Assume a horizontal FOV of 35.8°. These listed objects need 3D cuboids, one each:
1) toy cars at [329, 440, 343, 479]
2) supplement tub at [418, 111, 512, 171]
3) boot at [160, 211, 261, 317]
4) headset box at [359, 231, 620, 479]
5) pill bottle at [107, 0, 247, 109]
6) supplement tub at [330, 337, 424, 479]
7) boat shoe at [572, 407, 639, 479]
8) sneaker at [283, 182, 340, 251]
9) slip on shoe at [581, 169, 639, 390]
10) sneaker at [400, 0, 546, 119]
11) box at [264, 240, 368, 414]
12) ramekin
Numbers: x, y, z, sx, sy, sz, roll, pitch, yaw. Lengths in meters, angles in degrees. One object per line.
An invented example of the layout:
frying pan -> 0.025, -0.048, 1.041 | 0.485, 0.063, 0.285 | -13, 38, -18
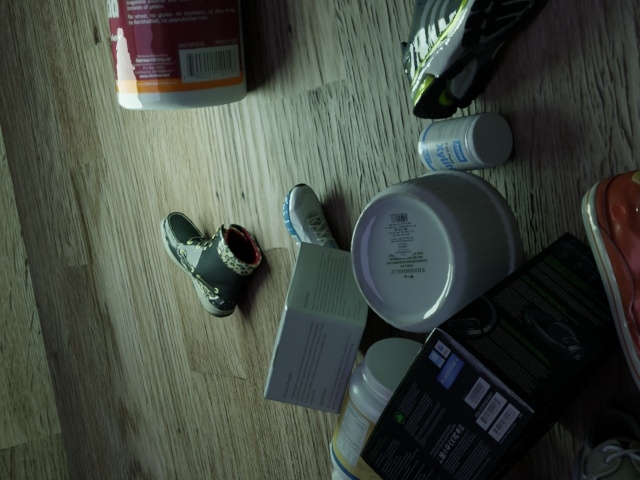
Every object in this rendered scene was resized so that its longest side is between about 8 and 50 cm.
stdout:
toy cars -> 0.073, 0.485, 1.599 | 0.176, 0.087, 0.393 | 5, 104, 56
supplement tub -> 0.181, -0.122, 1.252 | 0.107, 0.071, 0.071 | -3, 97, 58
boot -> -0.204, 0.007, 1.863 | 0.236, 0.085, 0.178 | 57, 140, 18
headset box -> 0.214, 0.152, 1.116 | 0.131, 0.283, 0.246 | 42, 136, 20
pill bottle -> -0.246, -0.424, 1.655 | 0.224, 0.224, 0.392 | 16, 113, 54
supplement tub -> 0.101, 0.254, 1.429 | 0.144, 0.144, 0.199 | 47, 135, 39
boat shoe -> 0.308, 0.253, 1.036 | 0.302, 0.109, 0.094 | -43, -47, -82
sneaker -> 0.000, 0.000, 1.579 | 0.083, 0.071, 0.190 | 2, 110, 50
slip on shoe -> 0.369, 0.075, 1.000 | 0.101, 0.123, 0.331 | -37, 65, 50
sneaker -> 0.172, -0.281, 1.186 | 0.300, 0.111, 0.121 | -55, 51, 46
box -> -0.001, 0.130, 1.491 | 0.182, 0.119, 0.181 | -79, 2, -56
ramekin -> 0.133, 0.018, 1.221 | 0.207, 0.109, 0.207 | 8, 101, 45
